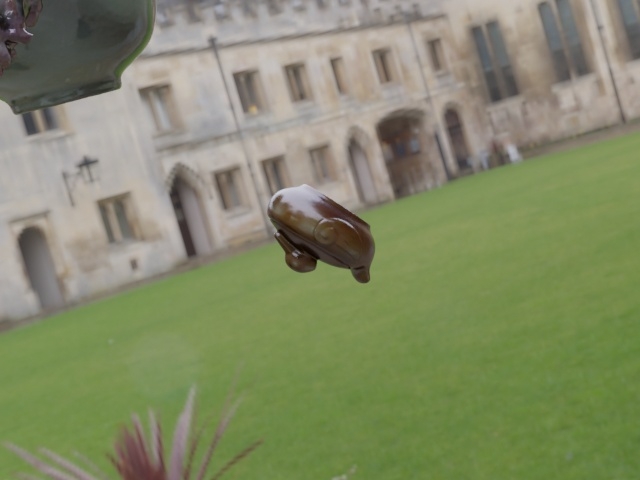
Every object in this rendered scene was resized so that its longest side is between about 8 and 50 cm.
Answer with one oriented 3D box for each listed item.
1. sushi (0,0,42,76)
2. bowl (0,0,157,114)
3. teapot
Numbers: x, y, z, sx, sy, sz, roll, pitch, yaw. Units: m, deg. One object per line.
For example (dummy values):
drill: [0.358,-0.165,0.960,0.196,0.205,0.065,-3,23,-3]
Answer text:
sushi: [-0.374,-0.258,1.009,0.171,0.270,0.236,0,27,30]
bowl: [-0.314,-0.231,1.320,0.289,0.146,0.289,-13,12,3]
teapot: [0.000,0.000,1.113,0.078,0.129,0.098,-58,28,0]
